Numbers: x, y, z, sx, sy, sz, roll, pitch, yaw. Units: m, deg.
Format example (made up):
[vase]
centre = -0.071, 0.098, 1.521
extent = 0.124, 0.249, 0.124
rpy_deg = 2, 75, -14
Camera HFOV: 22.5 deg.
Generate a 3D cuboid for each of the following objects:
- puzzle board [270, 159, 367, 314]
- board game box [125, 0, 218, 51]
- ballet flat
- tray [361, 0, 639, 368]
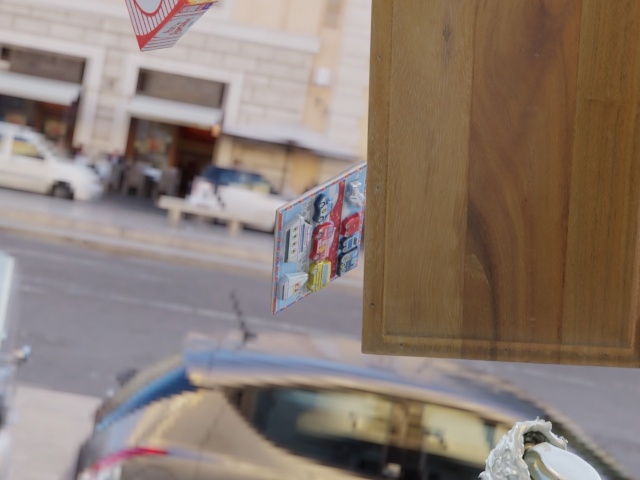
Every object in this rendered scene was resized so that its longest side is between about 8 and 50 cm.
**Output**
[puzzle board]
centre = 0.000, 0.000, 1.346
extent = 0.096, 0.128, 0.011
rpy_deg = -31, 56, -29
[board game box]
centre = -0.186, -0.330, 1.815
extent = 0.045, 0.193, 0.147
rpy_deg = -13, -9, -29
[ballet flat]
centre = 0.337, 0.376, 1.956
extent = 0.147, 0.147, 0.409
rpy_deg = 6, 35, -47
[tray]
centre = 0.135, -0.122, 1.095
extent = 0.203, 0.411, 0.076
rpy_deg = 3, 15, 6
